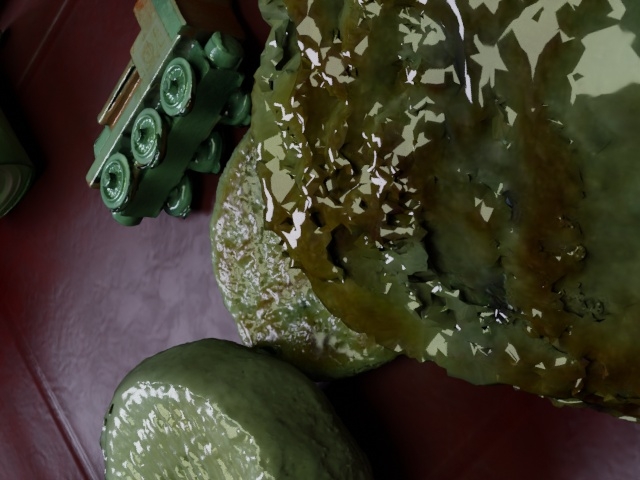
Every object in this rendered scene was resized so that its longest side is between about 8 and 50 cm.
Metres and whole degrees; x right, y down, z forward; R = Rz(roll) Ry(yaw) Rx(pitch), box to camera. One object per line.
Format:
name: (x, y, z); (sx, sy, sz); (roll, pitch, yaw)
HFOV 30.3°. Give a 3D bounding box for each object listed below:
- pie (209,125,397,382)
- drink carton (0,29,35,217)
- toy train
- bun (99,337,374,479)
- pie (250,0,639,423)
pie: (0.000, 0.000, 0.762); (0.187, 0.041, 0.187); (0, 91, 41)
drink carton: (-0.322, -0.085, 0.986); (0.144, 0.146, 0.142); (-41, 73, 34)
toy train: (-0.112, -0.096, 0.845); (0.176, 0.074, 0.118); (-52, 49, 34)
bun: (-0.048, 0.152, 0.751); (0.195, 0.118, 0.195); (14, 113, 35)
pie: (0.172, -0.097, 0.513); (0.418, 0.180, 0.395); (0, 96, 28)
